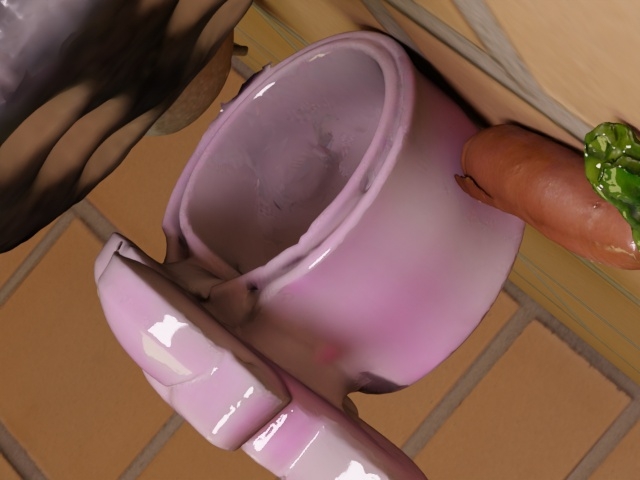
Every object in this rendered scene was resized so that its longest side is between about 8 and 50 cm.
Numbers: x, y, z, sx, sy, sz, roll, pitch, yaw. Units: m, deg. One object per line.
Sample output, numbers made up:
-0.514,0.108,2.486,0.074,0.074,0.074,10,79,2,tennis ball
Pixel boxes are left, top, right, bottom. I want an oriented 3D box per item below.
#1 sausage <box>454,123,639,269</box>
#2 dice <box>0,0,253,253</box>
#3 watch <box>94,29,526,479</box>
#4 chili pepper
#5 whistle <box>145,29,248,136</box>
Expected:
0.104,-0.021,0.604,0.047,0.040,0.177,40,-179,-20,sausage
-0.120,-0.109,0.419,0.183,0.181,0.182,40,-176,3,dice
0.000,0.000,0.722,0.211,0.217,0.248,39,178,-29,watch
0.121,-0.009,0.483,0.091,0.030,0.034,41,-156,-47,chili pepper
-0.209,-0.183,1.140,0.348,0.189,0.189,-2,-151,-35,whistle
